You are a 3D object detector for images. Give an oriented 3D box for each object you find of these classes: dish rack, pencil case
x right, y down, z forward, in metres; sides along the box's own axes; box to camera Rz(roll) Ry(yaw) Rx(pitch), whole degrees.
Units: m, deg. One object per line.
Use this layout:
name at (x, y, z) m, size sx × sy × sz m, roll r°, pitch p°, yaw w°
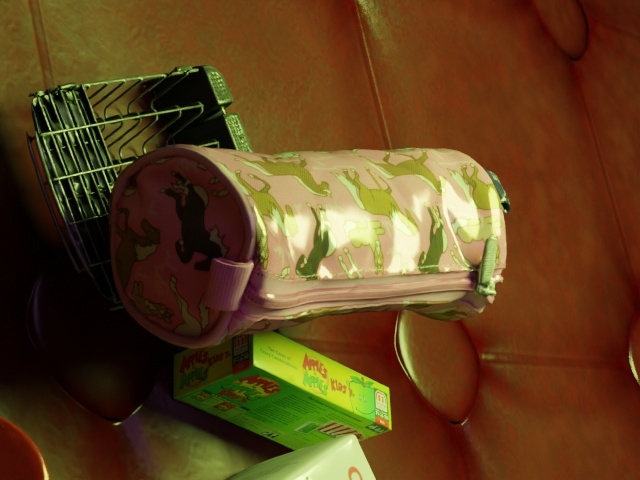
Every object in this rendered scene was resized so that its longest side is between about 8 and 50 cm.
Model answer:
dish rack at (-0.145, -0.045, 1.497) m, size 0.271 × 0.074 × 0.208 m, roll -17°, pitch 83°, yaw -55°
pencil case at (0.000, 0.000, 1.454) m, size 0.386 × 0.167 × 0.160 m, roll -2°, pitch 82°, yaw -51°

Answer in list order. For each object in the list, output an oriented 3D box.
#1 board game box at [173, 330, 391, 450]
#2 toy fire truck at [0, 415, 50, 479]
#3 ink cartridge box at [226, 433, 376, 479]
board game box at (-0.031, 0.131, 1.524) m, size 0.181 × 0.092 × 0.043 m, roll 29°, pitch 47°, yaw -42°
toy fire truck at (-0.317, 0.173, 1.017) m, size 0.302 × 0.169 × 0.254 m, roll 43°, pitch 52°, yaw 14°
ink cartridge box at (-0.047, 0.310, 1.361) m, size 0.306 × 0.131 × 0.226 m, roll -27°, pitch 94°, yaw -55°
